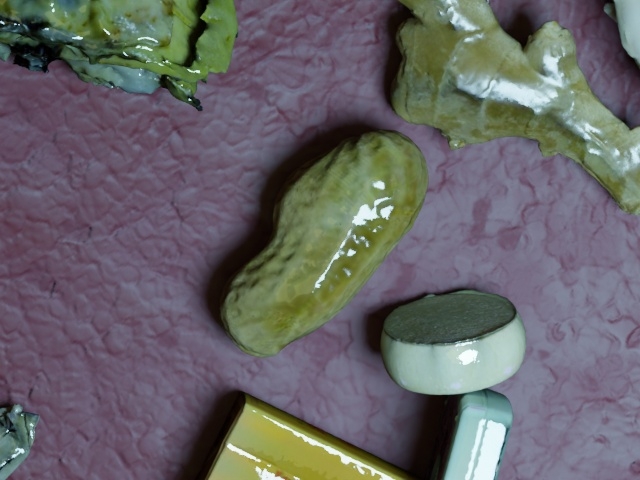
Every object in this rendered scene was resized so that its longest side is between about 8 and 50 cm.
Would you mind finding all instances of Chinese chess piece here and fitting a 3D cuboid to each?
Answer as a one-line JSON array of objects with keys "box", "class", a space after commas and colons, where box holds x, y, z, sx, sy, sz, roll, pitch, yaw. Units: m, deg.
[{"box": [0.110, 0.085, 1.566, 0.122, 0.122, 0.051, -10, 110, -4], "class": "Chinese chess piece"}]

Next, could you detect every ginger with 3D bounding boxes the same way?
[{"box": [0.159, -0.129, 1.574, 0.334, 0.081, 0.148, 33, 97, -6], "class": "ginger"}]

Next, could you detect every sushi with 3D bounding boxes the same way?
[{"box": [-0.209, -0.203, 1.527, 0.291, 0.131, 0.139, 13, 69, 1], "class": "sushi"}]

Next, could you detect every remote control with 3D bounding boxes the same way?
[{"box": [0.092, 0.289, 1.567, 0.050, 0.145, 0.344, 15, 93, -2], "class": "remote control"}]

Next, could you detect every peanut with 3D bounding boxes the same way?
[{"box": [0.000, 0.000, 1.568, 0.108, 0.095, 0.226, 38, 93, 9], "class": "peanut"}]

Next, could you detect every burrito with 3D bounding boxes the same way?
[{"box": [-0.310, 0.204, 1.574, 0.188, 0.045, 0.058, -42, 79, 1], "class": "burrito"}]

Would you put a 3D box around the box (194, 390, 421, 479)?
[{"box": [-0.050, 0.288, 1.589, 0.174, 0.076, 0.274, 26, 91, -8], "class": "box"}]

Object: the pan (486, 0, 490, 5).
[{"box": [0.119, -0.260, 1.588, 0.115, 0.040, 0.212, -13, 94, 1], "class": "pan"}]

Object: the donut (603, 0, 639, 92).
[{"box": [0.416, -0.224, 1.564, 0.383, 0.142, 0.382, 0, 94, -4], "class": "donut"}]
